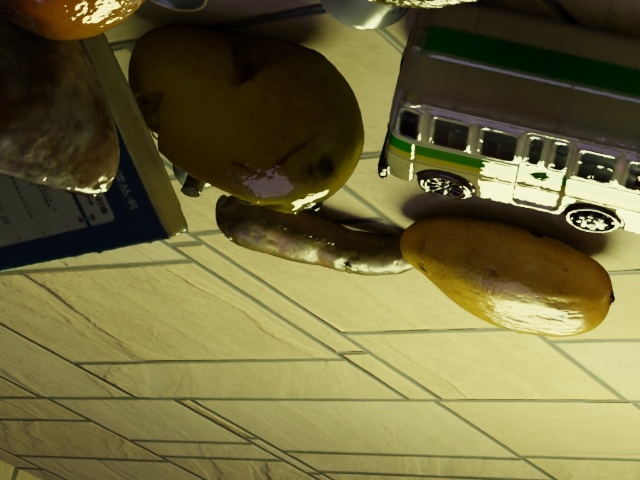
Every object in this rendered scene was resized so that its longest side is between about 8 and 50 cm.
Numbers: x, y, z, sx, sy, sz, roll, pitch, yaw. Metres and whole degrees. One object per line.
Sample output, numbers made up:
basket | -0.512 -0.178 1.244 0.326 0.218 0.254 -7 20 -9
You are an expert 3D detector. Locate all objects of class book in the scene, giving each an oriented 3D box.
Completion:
book | -0.333 -0.114 1.850 0.428 0.039 0.300 -9 108 48

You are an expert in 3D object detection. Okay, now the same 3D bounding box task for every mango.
mango | 0.215 0.043 2.031 0.262 0.109 0.157 13 163 9
mango | -0.079 -0.129 1.726 0.262 0.167 0.130 21 177 14

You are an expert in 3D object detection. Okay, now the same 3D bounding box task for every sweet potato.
sweet potato | 0.000 0.000 2.123 0.273 0.075 0.075 15 159 -8

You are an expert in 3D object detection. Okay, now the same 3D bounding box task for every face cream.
face cream | 0.045 -0.232 1.480 0.091 0.091 0.095 20 151 -14

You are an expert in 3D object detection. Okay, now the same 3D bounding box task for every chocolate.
chocolate | -0.285 -0.179 1.557 0.185 0.303 0.100 9 128 -42

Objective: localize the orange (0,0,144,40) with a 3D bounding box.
orange | -0.234 -0.267 1.440 0.224 0.170 0.224 30 170 6

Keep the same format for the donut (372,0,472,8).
donut | 0.074 -0.264 1.294 0.272 0.107 0.272 -2 162 -1

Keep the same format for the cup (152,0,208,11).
cup | -0.112 -0.252 1.550 0.100 0.077 0.078 12 159 7

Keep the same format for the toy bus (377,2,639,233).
toy bus | 0.216 -0.116 1.585 0.305 0.143 0.179 14 157 6

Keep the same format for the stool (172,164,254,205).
stool | -0.112 -0.103 1.876 0.125 0.121 0.217 21 153 -21
